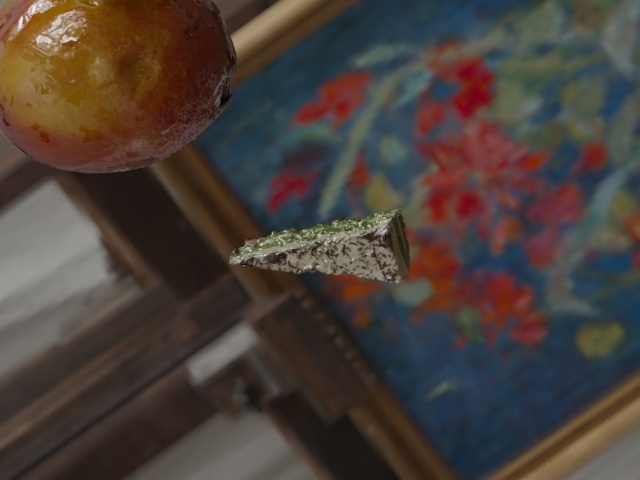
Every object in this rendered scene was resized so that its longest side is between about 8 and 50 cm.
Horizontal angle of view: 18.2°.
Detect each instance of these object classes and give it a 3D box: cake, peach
[{"bbox_3d":[0.000,0.000,1.538,0.051,0.140,0.055,-70,-17,-66],"label":"cake"},{"bbox_3d":[-0.227,-0.193,2.191,0.281,0.281,0.238,48,-145,-58],"label":"peach"}]
